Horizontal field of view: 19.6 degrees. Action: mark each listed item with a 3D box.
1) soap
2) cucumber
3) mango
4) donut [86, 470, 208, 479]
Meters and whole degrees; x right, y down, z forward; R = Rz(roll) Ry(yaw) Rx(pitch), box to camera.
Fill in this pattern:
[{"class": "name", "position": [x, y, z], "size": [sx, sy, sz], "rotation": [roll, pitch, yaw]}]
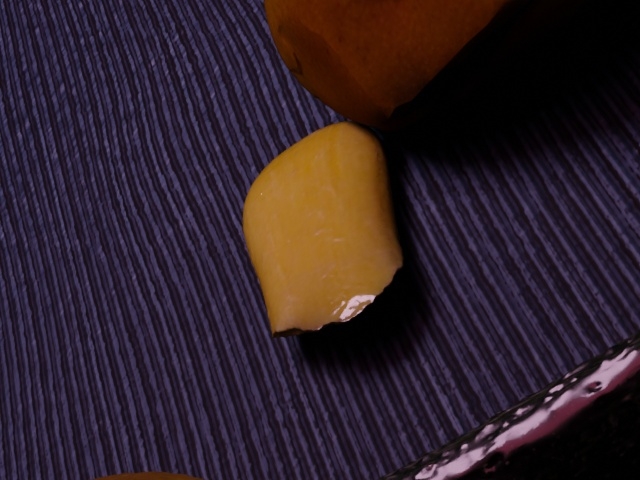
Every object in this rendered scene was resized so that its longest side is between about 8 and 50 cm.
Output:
[{"class": "soap", "position": [0.000, 0.000, 0.928], "size": [0.089, 0.033, 0.168], "rotation": [-35, 34, 21]}, {"class": "cucumber", "position": [0.088, 0.084, 0.726], "size": [0.215, 0.052, 0.058], "rotation": [-32, 7, 18]}, {"class": "mango", "position": [0.053, -0.155, 0.936], "size": [0.136, 0.166, 0.236], "rotation": [-18, -16, -42]}, {"class": "donut", "position": [-0.098, 0.256, 0.647], "size": [0.360, 0.170, 0.360], "rotation": [-33, 29, 22]}]
